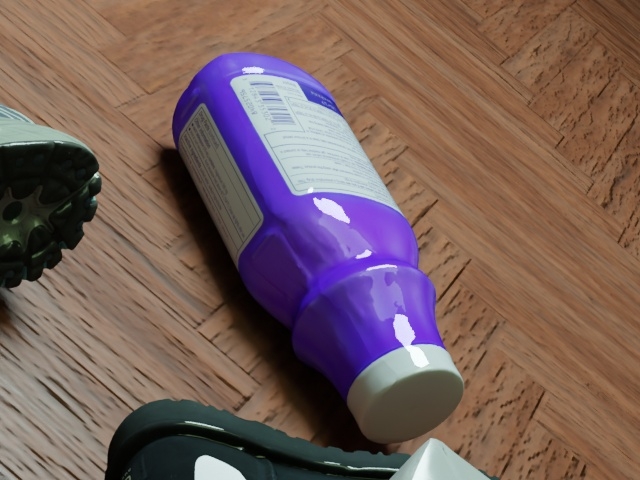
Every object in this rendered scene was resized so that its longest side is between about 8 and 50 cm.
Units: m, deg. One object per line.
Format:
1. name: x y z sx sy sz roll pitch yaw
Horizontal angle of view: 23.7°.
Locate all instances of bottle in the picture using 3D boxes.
1. bottle: 0.000 0.000 0.957 0.118 0.092 0.283 13 36 -41

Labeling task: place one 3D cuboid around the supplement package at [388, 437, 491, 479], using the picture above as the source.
1. supplement package: -0.008 0.228 0.347 0.177 0.293 0.175 38 26 -2

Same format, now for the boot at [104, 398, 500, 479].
1. boot: 0.015 0.181 0.676 0.246 0.094 0.207 20 27 -19

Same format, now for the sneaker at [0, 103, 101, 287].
1. sneaker: -0.246 -0.033 0.720 0.122 0.110 0.283 34 17 34
